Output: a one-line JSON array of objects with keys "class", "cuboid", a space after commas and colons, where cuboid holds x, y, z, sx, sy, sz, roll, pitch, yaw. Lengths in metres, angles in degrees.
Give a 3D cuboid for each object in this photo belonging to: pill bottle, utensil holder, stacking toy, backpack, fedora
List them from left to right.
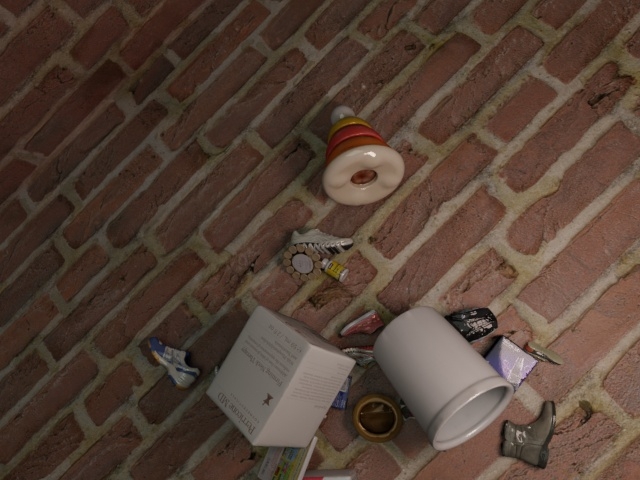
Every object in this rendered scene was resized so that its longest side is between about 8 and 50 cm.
[{"class": "pill bottle", "cuboid": [0.058, 0.125, 1.944, 0.116, 0.065, 0.065, 30, 86, 19]}, {"class": "stacking toy", "cuboid": [0.147, -0.425, 1.964, 0.351, 0.350, 0.479, -17, 57, 10]}, {"class": "fedora", "cuboid": [0.224, 0.694, 1.763, 0.195, 0.079, 0.194, -2, 77, 8]}, {"class": "utensil holder", "cuboid": [0.413, 0.467, 1.579, 0.328, 0.327, 0.385, -40, 47, 3]}, {"class": "backpack", "cuboid": [0.587, 0.323, 1.737, 0.182, 0.115, 0.151, -24, 84, 7]}]

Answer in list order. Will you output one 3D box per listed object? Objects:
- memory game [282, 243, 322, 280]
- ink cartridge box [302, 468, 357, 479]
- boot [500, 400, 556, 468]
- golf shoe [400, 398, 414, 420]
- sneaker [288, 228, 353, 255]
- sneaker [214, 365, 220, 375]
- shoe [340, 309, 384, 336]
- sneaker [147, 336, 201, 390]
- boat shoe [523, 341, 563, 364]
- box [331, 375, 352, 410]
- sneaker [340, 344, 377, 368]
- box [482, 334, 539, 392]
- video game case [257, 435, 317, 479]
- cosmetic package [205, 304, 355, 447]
[{"class": "memory game", "cuboid": [-0.078, 0.098, 1.954, 0.187, 0.012, 0.186, 9, 119, 16]}, {"class": "ink cartridge box", "cuboid": [0.034, 1.047, 1.703, 0.227, 0.131, 0.305, -8, 76, 13]}, {"class": "boot", "cuboid": [0.754, 0.686, 1.631, 0.161, 0.083, 0.246, 14, 80, 23]}, {"class": "golf shoe", "cuboid": [0.443, 0.650, 1.721, 0.273, 0.105, 0.120, 6, 100, 17]}, {"class": "sneaker", "cuboid": [0.000, 0.000, 1.972, 0.293, 0.110, 0.118, -3, 68, 13]}, {"class": "sneaker", "cuboid": [-0.426, 0.596, 1.976, 0.069, 0.038, 0.098, -14, 84, 9]}, {"class": "shoe", "cuboid": [0.174, 0.366, 1.858, 0.178, 0.063, 0.081, -33, 67, 1]}, {"class": "sneaker", "cuboid": [-0.658, 0.532, 2.028, 0.131, 0.111, 0.296, -41, 72, -16]}, {"class": "boat shoe", "cuboid": [0.839, 0.431, 1.686, 0.137, 0.049, 0.043, 27, 127, 16]}, {"class": "box", "cuboid": [0.009, 0.605, 1.860, 0.226, 0.036, 0.136, 10, 80, 17]}, {"class": "sneaker", "cuboid": [0.157, 0.477, 1.826, 0.226, 0.088, 0.092, -6, 77, 13]}, {"class": "box", "cuboid": [0.682, 0.479, 1.679, 0.153, 0.108, 0.207, 37, 89, 20]}, {"class": "video game case", "cuboid": [-0.131, 0.856, 1.767, 0.207, 0.026, 0.226, 1, 58, 44]}, {"class": "cosmetic package", "cuboid": [-0.146, 0.522, 1.720, 0.330, 0.327, 0.393, 27, 85, 41]}]
